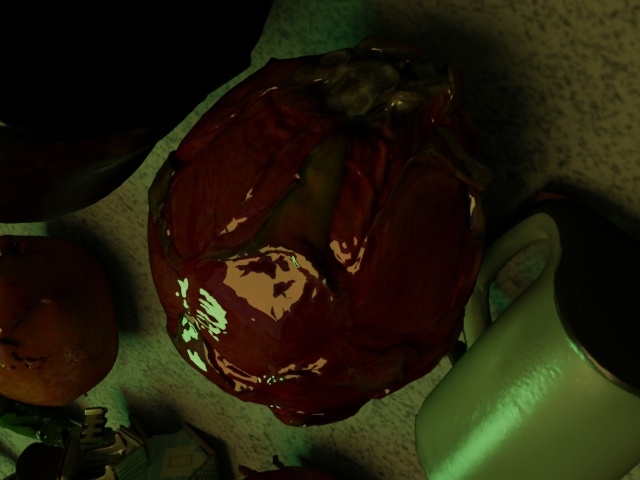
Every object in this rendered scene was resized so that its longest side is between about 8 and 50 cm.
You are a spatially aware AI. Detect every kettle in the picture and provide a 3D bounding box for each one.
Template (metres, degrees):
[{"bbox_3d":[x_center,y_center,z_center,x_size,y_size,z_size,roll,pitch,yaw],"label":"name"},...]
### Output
[{"bbox_3d":[0.187,0.100,0.892,0.240,0.165,0.255,64,149,27],"label":"kettle"}]

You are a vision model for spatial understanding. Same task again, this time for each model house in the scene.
[{"bbox_3d":[-0.231,0.338,1.465,0.206,0.271,0.178,-4,122,4],"label":"model house"}]

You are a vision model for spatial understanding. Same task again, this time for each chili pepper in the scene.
[{"bbox_3d":[-0.504,0.292,1.772,0.359,0.084,0.076,-2,82,50],"label":"chili pepper"}]

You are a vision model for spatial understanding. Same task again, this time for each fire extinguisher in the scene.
[{"bbox_3d":[-0.456,0.465,1.843,0.337,0.114,0.135,102,152,-45],"label":"fire extinguisher"}]

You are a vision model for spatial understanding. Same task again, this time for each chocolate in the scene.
[{"bbox_3d":[-0.247,-0.181,0.934,0.383,0.383,0.331,43,157,7],"label":"chocolate"}]

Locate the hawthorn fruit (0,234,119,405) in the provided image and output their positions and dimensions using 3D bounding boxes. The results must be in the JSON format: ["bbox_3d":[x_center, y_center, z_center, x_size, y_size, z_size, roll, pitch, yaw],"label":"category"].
[{"bbox_3d":[-0.352,0.122,1.384,0.211,0.211,0.299,19,144,32],"label":"hawthorn fruit"}]

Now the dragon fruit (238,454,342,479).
[{"bbox_3d":[-0.026,0.389,1.276,0.252,0.241,0.241,27,140,48],"label":"dragon fruit"}]

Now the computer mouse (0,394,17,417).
[{"bbox_3d":[-0.521,0.161,1.617,0.182,0.116,0.323,19,143,-9],"label":"computer mouse"}]

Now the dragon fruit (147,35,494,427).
[{"bbox_3d":[0.000,0.000,0.873,0.277,0.277,0.343,27,141,24],"label":"dragon fruit"}]

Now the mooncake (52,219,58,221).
[{"bbox_3d":[-0.351,-0.093,1.290,0.125,0.073,0.130,15,134,31],"label":"mooncake"}]

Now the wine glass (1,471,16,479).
[{"bbox_3d":[-0.692,0.390,1.939,0.357,0.190,0.190,34,140,19],"label":"wine glass"}]
